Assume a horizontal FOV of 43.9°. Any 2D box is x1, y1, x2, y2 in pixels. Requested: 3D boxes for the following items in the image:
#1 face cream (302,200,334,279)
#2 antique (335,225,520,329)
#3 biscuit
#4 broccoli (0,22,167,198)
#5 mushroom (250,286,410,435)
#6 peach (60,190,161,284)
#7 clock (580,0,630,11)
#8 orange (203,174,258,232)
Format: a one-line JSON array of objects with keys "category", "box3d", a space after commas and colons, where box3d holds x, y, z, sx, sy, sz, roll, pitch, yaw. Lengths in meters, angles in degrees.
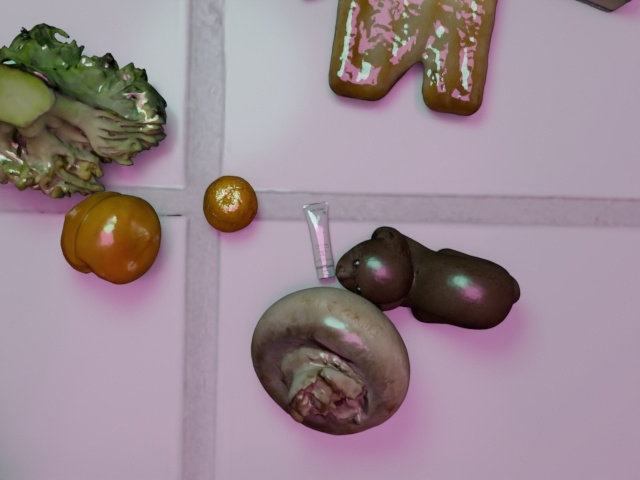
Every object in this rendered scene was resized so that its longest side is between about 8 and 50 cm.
[{"category": "face cream", "box3d": [0.000, 0.000, 1.176, 0.038, 0.020, 0.115, -8, 87, -2]}, {"category": "antique", "box3d": [0.150, 0.059, 1.124, 0.257, 0.143, 0.121, 18, 91, 0]}, {"category": "biscuit", "box3d": [0.142, -0.337, 1.163, 0.237, 0.062, 0.290, 7, 89, -3]}, {"category": "broccoli", "box3d": [-0.366, -0.165, 1.050, 0.288, 0.245, 0.247, -28, 100, 3]}, {"category": "mushroom", "box3d": [0.008, 0.174, 1.082, 0.227, 0.226, 0.178, 33, 47, -2]}, {"category": "peach", "box3d": [-0.289, -0.006, 1.110, 0.138, 0.138, 0.138, 0, 90, -3]}, {"category": "clock", "box3d": [0.386, -0.443, 1.170, 0.192, 0.071, 0.146, 20, 89, -2]}, {"category": "orange", "box3d": [-0.130, -0.052, 1.146, 0.083, 0.070, 0.083, -1, 78, 3]}]
